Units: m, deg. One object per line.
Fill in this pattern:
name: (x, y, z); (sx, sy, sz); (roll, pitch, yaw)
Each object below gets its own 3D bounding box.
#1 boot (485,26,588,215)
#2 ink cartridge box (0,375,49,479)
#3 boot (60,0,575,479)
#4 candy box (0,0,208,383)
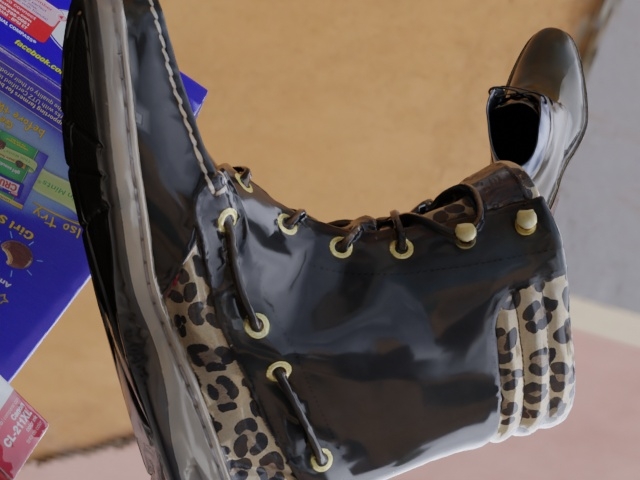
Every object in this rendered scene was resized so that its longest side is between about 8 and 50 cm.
boot: (0.189, -0.115, 1.413); (0.106, 0.082, 0.219); (73, 26, -61)
ink cartridge box: (-0.315, 0.123, 1.235); (0.127, 0.175, 0.072); (-30, -161, 35)
boot: (0.000, 0.000, 1.044); (0.138, 0.284, 0.377); (-169, -115, -73)
candy box: (-0.284, -0.063, 1.287); (0.317, 0.268, 0.122); (-48, -168, 35)
